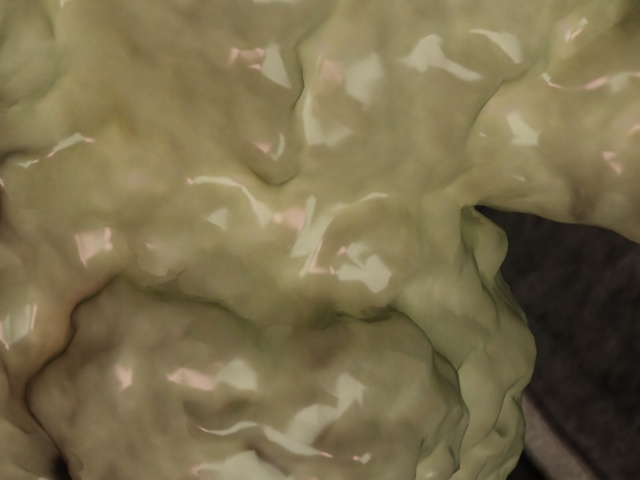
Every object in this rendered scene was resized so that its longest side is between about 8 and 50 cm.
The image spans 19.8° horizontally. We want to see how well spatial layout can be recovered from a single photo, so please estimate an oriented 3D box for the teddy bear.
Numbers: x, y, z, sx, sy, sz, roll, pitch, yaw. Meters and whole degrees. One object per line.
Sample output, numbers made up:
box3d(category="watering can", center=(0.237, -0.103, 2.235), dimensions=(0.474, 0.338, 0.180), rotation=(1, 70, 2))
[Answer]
box3d(category="teddy bear", center=(0.000, 0.000, 0.418), dimensions=(0.327, 0.375, 0.362), rotation=(11, 88, -18))
